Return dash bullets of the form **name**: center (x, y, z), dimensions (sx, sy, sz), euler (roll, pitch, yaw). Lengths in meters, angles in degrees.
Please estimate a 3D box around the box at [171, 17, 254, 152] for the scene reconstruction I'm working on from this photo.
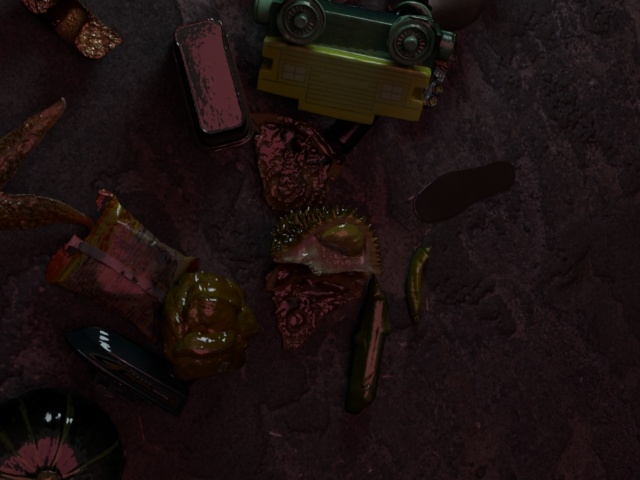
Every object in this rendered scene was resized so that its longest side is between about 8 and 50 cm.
- **box**: center (-0.232, -0.327, 1.595), dimensions (0.138, 0.178, 0.274), euler (-16, 98, -5)

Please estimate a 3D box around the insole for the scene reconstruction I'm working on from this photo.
- **insole**: center (0.379, -0.135, 1.972), dimensions (0.327, 0.007, 0.111), euler (-21, 102, -21)

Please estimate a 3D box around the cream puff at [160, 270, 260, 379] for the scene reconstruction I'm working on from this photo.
- **cream puff**: center (-0.237, 0.182, 1.604), dimensions (0.244, 0.196, 0.244), euler (6, 82, -49)

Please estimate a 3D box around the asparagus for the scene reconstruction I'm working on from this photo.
- **asparagus**: center (0.120, 0.252, 1.845), dimensions (0.085, 0.082, 0.343), euler (11, 88, -24)

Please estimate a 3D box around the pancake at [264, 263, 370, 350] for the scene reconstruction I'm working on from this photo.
- **pancake**: center (-0.015, 0.149, 1.793), dimensions (0.266, 0.057, 0.245), euler (17, 87, -24)

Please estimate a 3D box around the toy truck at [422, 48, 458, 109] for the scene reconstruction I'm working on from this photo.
- **toy truck**: center (0.258, -0.401, 1.863), dimensions (0.092, 0.083, 0.192), euler (28, 83, -19)

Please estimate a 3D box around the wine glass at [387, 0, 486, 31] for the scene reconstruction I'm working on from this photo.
- **wine glass**: center (0.328, -0.629, 1.806), dimensions (0.322, 0.238, 0.238), euler (-27, 103, -18)

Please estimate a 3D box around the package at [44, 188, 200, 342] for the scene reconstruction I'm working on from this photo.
- **package**: center (-0.399, 0.057, 1.591), dimensions (0.288, 0.108, 0.223), euler (36, 75, -26)

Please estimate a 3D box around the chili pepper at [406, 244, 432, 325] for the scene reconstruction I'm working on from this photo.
- **chili pepper**: center (0.240, 0.110, 1.913), dimensions (0.049, 0.043, 0.208), euler (5, 97, -48)

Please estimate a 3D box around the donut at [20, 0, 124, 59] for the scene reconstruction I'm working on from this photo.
- **donut**: center (-0.503, -0.444, 1.511), dimensions (0.217, 0.141, 0.085), euler (41, 87, -19)

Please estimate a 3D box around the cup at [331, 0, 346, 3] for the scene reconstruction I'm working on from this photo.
- **cup**: center (0.005, -0.681, 1.667), dimensions (0.274, 0.253, 0.253), euler (45, 76, -28)

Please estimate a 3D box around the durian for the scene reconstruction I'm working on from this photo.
- **durian**: center (0.000, 0.000, 1.719), dimensions (0.306, 0.172, 0.167), euler (1, 88, -38)

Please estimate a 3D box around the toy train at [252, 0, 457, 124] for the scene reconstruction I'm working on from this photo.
- **toy train**: center (0.062, -0.399, 1.646), dimensions (0.441, 0.179, 0.272), euler (11, 123, -1)

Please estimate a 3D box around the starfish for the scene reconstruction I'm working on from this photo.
- **starfish**: center (-0.660, -0.092, 1.477), dimensions (0.383, 0.132, 0.398), euler (-18, 103, -26)

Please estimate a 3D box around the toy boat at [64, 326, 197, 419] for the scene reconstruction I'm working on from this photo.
- **toy boat**: center (-0.411, 0.273, 1.602), dimensions (0.296, 0.114, 0.122), euler (34, 100, -21)

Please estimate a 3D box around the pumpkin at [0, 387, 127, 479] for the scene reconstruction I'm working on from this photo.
- **pumpkin**: center (-0.548, 0.450, 1.483), dimensions (0.323, 0.241, 0.323), euler (-2, 96, -24)

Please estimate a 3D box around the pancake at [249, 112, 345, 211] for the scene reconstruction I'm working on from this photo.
- **pancake**: center (-0.051, -0.194, 1.760), dimensions (0.212, 0.056, 0.258), euler (-18, 107, -14)

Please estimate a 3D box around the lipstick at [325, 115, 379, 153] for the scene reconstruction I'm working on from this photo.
- **lipstick**: center (0.125, -0.336, 1.812), dimensions (0.081, 0.081, 0.300), euler (43, 78, -20)
